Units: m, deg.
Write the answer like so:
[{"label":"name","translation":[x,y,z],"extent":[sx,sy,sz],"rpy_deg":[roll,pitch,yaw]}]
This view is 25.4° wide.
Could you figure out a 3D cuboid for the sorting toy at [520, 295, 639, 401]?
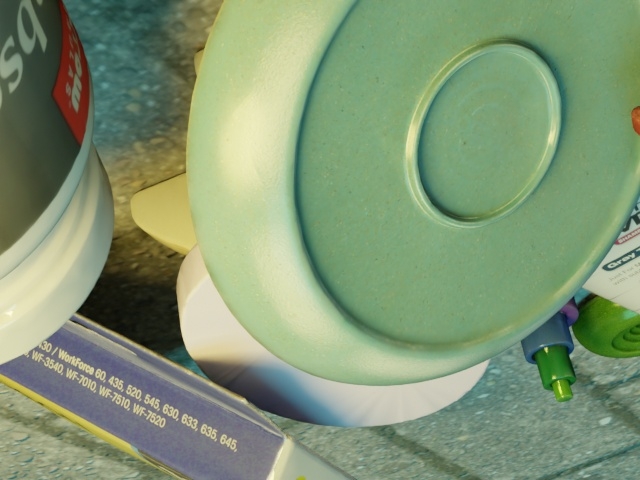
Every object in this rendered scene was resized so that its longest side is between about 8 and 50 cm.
[{"label":"sorting toy","translation":[0.318,0.113,1.263],"extent":[0.365,0.126,0.127],"rpy_deg":[8,146,-32]}]

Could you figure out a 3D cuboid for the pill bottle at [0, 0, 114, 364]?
[{"label":"pill bottle","translation":[-0.221,-0.088,0.632],"extent":[0.210,0.210,0.363],"rpy_deg":[-13,152,2]}]

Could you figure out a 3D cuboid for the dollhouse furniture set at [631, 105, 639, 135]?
[{"label":"dollhouse furniture set","translation":[0.269,-0.123,0.675],"extent":[0.201,0.152,0.374],"rpy_deg":[-35,143,-11]}]

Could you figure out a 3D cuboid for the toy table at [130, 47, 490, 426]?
[{"label":"toy table","translation":[0.000,0.000,0.915],"extent":[0.252,0.161,0.274],"rpy_deg":[-15,150,7]}]

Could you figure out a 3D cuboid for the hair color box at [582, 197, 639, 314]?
[{"label":"hair color box","translation":[0.293,-0.022,1.034],"extent":[0.174,0.105,0.347],"rpy_deg":[-33,144,30]}]

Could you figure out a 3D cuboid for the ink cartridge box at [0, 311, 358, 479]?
[{"label":"ink cartridge box","translation":[-0.120,0.126,1.016],"extent":[0.303,0.072,0.307],"rpy_deg":[22,169,30]}]

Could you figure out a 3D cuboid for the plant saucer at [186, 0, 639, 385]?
[{"label":"plant saucer","translation":[0.079,-0.060,0.756],"extent":[0.317,0.043,0.318],"rpy_deg":[-15,118,-30]}]
